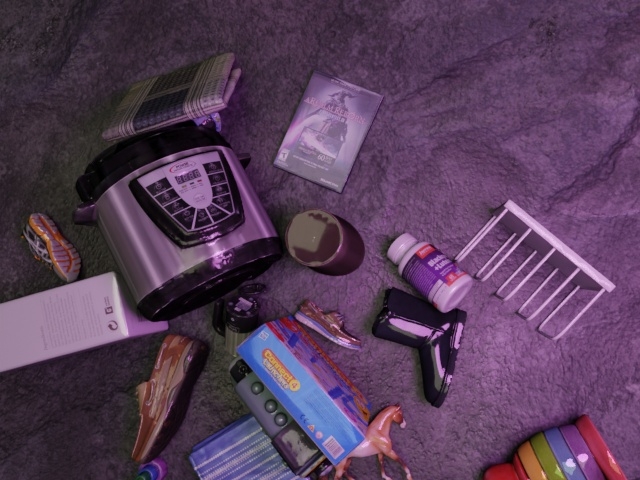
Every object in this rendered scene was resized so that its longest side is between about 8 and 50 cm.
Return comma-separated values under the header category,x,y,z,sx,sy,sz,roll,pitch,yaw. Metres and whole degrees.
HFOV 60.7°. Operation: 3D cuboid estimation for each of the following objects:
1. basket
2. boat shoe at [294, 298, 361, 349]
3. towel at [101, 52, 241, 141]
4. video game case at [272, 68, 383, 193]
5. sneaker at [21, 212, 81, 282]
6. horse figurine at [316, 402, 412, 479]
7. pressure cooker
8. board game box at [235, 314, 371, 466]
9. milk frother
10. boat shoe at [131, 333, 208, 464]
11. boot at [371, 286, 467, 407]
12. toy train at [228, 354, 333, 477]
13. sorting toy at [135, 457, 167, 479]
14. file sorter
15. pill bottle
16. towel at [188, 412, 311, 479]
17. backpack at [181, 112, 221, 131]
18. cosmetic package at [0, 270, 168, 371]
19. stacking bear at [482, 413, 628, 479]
category,x,y,z,sx,sy,sz,roll,pitch,yaw
basket,0.000,0.000,1.291,0.204,0.227,0.154,29,90,10
boat shoe,0.026,0.206,1.353,0.183,0.066,0.066,28,89,9
towel,-0.358,-0.356,1.361,0.312,0.324,0.056,-15,126,10
video game case,0.019,-0.282,1.412,0.196,0.026,0.274,24,90,9
sneaker,-0.727,0.029,1.474,0.083,0.084,0.215,-40,78,17
horse figurine,0.099,0.518,1.322,0.263,0.066,0.174,-19,89,4
pressure cooker,-0.332,-0.063,1.274,0.376,0.370,0.420,-30,81,16
board game box,-0.023,0.316,1.234,0.086,0.302,0.308,-43,82,3
milk frother,-0.187,0.192,1.377,0.129,0.143,0.134,36,130,35
boat shoe,-0.399,0.390,1.384,0.120,0.122,0.324,21,81,14
boot,0.220,0.251,1.306,0.207,0.094,0.246,15,81,5
toy train,-0.090,0.397,1.266,0.142,0.190,0.334,-38,68,-9
sorting toy,-0.338,0.702,1.340,0.127,0.126,0.365,-42,82,4
file sorter,0.464,0.070,1.240,0.278,0.193,0.173,41,95,9
pill bottle,0.253,0.070,1.294,0.108,0.108,0.193,-48,62,2
towel,-0.151,0.613,1.370,0.243,0.040,0.336,-32,84,2
backpack,-0.316,-0.316,1.425,0.114,0.105,0.084,43,70,11
cosmetic package,-0.648,0.212,1.369,0.453,0.230,0.161,-16,83,6
stacking bear,0.503,0.522,1.223,0.289,0.175,0.164,-30,84,12
